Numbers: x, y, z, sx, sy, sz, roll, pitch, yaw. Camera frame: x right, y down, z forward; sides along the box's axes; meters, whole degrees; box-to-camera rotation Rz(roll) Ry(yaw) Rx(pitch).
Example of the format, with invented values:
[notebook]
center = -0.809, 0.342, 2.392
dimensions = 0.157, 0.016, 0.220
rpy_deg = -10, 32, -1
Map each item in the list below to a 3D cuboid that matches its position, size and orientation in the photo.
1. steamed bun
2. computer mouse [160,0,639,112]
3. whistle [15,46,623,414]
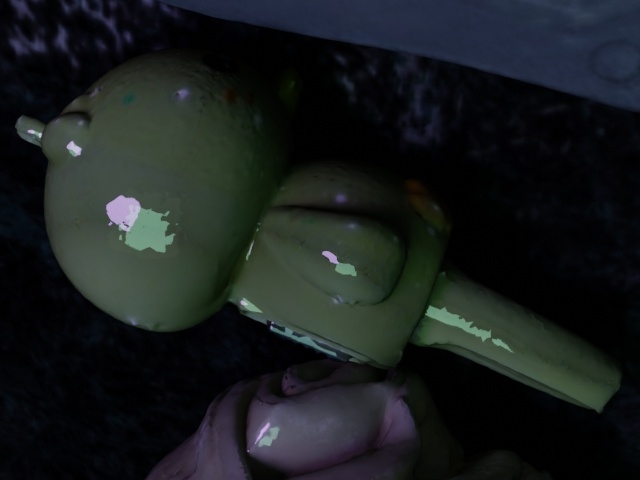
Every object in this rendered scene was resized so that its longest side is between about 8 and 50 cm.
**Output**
[steamed bun]
center = 0.019, 0.128, 0.791
dimensions = 0.218, 0.211, 0.144
rpy_deg = 16, 103, 51
[computer mouse]
center = 0.036, -0.166, 0.615
dimensions = 0.371, 0.122, 0.188
rpy_deg = 19, 136, 4
[whistle]
center = 0.001, -0.010, 0.759
dimensions = 0.294, 0.141, 0.141
rpy_deg = 11, 128, -2
